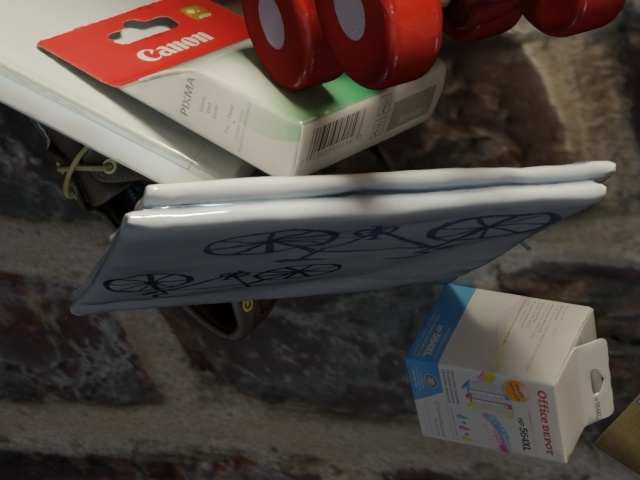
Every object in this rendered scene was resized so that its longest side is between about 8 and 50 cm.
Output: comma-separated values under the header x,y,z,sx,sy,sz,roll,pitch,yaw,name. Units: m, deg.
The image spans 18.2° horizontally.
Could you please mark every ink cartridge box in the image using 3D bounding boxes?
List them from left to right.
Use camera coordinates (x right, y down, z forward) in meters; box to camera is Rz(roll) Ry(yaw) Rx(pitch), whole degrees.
x,y,z,sx,sy,sz,roll,pitch,yaw,name
-0.052,-0.129,1.381,0.224,0.181,0.056,32,123,23,ink cartridge box
0.154,0.105,1.567,0.143,0.090,0.092,9,134,26,ink cartridge box

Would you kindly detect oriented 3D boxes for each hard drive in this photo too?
x,y,z,sx,sy,sz,roll,pitch,yaw,name
-0.169,-0.140,1.441,0.307,0.203,0.040,28,121,6,hard drive

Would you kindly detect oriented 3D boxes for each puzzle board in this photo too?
x,y,z,sx,sy,sz,roll,pitch,yaw,name
0.287,0.156,1.595,0.096,0.011,0.128,33,139,1,puzzle board

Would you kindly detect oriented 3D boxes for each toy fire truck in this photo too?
x,y,z,sx,sy,sz,roll,pitch,yaw,name
0.046,-0.234,1.230,0.302,0.169,0.254,9,114,66,toy fire truck

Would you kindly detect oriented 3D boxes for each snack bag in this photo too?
x,y,z,sx,sy,sz,roll,pitch,yaw,name
0.000,0.000,1.402,0.323,0.037,0.342,-5,170,-14,snack bag

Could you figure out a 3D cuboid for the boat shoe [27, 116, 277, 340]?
x,y,z,sx,sy,sz,roll,pitch,yaw,name
-0.148,-0.057,1.592,0.324,0.097,0.116,47,138,-17,boat shoe
